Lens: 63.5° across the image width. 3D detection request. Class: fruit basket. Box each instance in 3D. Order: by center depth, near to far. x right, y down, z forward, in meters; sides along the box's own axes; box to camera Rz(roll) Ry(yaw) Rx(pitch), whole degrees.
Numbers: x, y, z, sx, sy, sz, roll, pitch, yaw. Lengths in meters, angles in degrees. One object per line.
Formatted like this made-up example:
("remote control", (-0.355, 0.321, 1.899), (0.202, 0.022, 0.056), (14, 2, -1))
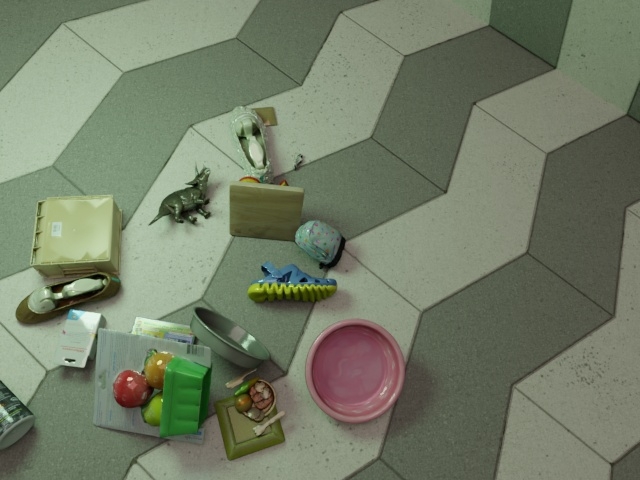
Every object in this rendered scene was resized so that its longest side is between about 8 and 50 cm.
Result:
("fruit basket", (-0.511, 0.442, 1.575), (0.354, 0.165, 0.326), (9, 101, 10))

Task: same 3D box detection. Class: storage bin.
("storage bin", (-0.845, -0.013, 1.808), (0.261, 0.123, 0.262), (-4, 65, -9))

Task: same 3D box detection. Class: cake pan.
("cake pan", (-0.294, 0.313, 1.648), (0.293, 0.293, 0.054), (33, 88, 9))

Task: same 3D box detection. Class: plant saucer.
("plant saucer", (-0.225, 0.574, 1.645), (0.189, 0.045, 0.188), (-14, 67, -14))
("plant saucer", (0.109, 0.424, 1.704), (0.333, 0.084, 0.331), (1, 83, -10))

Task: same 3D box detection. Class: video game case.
("video game case", (-0.537, 0.363, 1.719), (0.213, 0.023, 0.193), (10, 63, -2))

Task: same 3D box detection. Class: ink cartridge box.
("ink cartridge box", (-0.783, 0.325, 1.683), (0.105, 0.061, 0.181), (9, 63, -3))

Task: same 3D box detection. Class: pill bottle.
("pill bottle", (-0.982, 0.490, 1.537), (0.246, 0.130, 0.130), (39, 65, 11))

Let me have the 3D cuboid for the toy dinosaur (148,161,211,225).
("toy dinosaur", (-0.512, -0.139, 1.937), (0.314, 0.121, 0.160), (-39, 63, -18))

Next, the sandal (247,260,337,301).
("sandal", (-0.097, 0.141, 1.837), (0.318, 0.126, 0.138), (4, 60, -7))

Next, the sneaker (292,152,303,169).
("sneaker", (-0.092, -0.324, 2.112), (0.037, 0.032, 0.083), (12, 64, -2))

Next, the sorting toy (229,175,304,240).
("sorting toy", (-0.197, -0.125, 1.886), (0.257, 0.255, 0.089), (6, 48, -5))

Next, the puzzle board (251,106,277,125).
("puzzle board", (-0.257, -0.524, 2.201), (0.128, 0.011, 0.096), (-8, 67, -11))

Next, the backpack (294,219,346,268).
("backpack", (0.000, 0.000, 1.892), (0.182, 0.115, 0.151), (33, 55, -24))

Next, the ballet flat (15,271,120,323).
("ballet flat", (-0.843, 0.179, 1.710), (0.343, 0.124, 0.116), (-15, 75, -14))

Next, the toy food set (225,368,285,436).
("toy food set", (-0.204, 0.501, 1.636), (0.132, 0.038, 0.192), (-31, 72, -20))

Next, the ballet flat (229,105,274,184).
("ballet flat", (-0.269, -0.400, 2.064), (0.147, 0.147, 0.408), (-14, 68, -14))
